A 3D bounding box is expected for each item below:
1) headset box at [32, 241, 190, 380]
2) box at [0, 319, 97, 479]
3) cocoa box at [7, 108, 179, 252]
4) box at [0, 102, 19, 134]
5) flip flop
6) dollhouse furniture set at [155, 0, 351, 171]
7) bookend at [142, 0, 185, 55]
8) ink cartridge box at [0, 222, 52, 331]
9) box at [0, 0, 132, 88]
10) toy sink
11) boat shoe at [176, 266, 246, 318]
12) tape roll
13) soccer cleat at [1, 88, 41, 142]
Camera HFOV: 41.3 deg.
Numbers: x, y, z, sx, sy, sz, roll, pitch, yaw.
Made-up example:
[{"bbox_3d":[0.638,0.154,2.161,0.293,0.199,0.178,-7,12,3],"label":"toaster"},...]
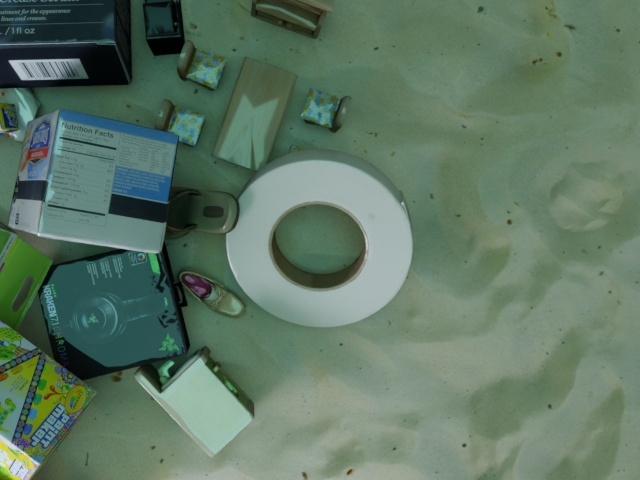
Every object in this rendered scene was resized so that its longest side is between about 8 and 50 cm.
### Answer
[{"bbox_3d":[-0.420,0.144,1.777,0.283,0.131,0.246,-13,92,-6],"label":"headset box"},{"bbox_3d":[-0.628,0.325,1.658,0.279,0.290,0.177,39,51,-5],"label":"box"},{"bbox_3d":[-0.445,-0.112,1.639,0.231,0.347,0.228,10,89,-28],"label":"cocoa box"},{"bbox_3d":[-0.707,-0.237,1.751,0.168,0.054,0.059,-11,92,22],"label":"box"},{"bbox_3d":[-0.284,-0.056,1.750,0.080,0.277,0.112,-1,93,-50],"label":"flip flop"},{"bbox_3d":[-0.108,-0.344,1.740,0.362,0.256,0.394,19,89,-5],"label":"dollhouse furniture set"},{"bbox_3d":[-0.328,-0.480,1.768,0.072,0.156,0.157,-6,90,-5],"label":"bookend"},{"bbox_3d":[-0.680,0.059,1.703,0.255,0.097,0.189,26,88,34],"label":"ink cartridge box"},{"bbox_3d":[-0.538,-0.524,1.685,0.293,0.212,0.396,-3,78,-5],"label":"box"},{"bbox_3d":[-0.257,0.311,1.784,0.131,0.153,0.234,-43,93,-4],"label":"toy sink"},{"bbox_3d":[-0.237,0.117,1.830,0.170,0.059,0.063,30,88,-5],"label":"boat shoe"},{"bbox_3d":[0.000,0.000,1.764,0.391,0.072,0.392,1,115,3],"label":"tape roll"},{"bbox_3d":[-0.633,-0.305,1.791,0.076,0.068,0.196,-8,92,-20],"label":"soccer cleat"}]
